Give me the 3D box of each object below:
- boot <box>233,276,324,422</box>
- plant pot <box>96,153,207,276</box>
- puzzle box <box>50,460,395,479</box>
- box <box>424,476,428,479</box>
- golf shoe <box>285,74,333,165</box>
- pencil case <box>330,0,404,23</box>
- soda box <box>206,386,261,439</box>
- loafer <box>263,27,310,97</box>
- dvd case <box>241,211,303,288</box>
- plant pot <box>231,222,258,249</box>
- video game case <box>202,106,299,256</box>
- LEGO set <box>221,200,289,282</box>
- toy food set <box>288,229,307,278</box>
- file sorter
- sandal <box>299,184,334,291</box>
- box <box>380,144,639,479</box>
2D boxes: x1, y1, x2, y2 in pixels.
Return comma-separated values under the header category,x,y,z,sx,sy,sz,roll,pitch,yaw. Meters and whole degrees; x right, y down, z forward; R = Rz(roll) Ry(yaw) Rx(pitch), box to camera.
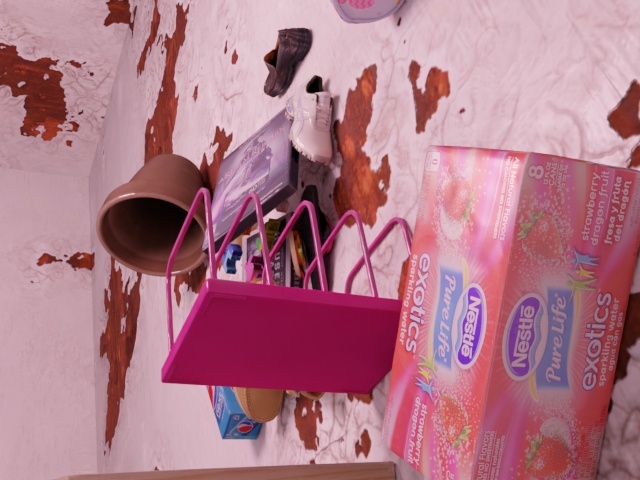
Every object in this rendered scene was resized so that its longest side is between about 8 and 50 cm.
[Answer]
category,x,y,z,sx,sy,sz,roll,pitch,yaw
boot,-0.059,0.213,1.209,0.203,0.095,0.262,34,123,53
plant pot,-0.373,-0.080,1.799,0.229,0.262,0.263,-86,19,-48
puzzle box,-0.143,0.330,0.991,0.272,0.408,0.052,144,127,-59
box,0.196,0.354,0.678,0.322,0.058,0.233,169,105,-65
golf shoe,-0.010,-0.200,1.232,0.086,0.069,0.176,-55,39,36
pencil case,0.046,-0.439,1.108,0.124,0.113,0.273,-38,47,31
soda box,-0.172,0.283,1.453,0.210,0.071,0.067,58,135,53
loafer,-0.078,-0.332,1.403,0.170,0.061,0.062,126,141,-48
dvd case,-0.092,0.059,1.386,0.238,0.029,0.180,157,115,-62
plant pot,-0.178,-0.087,1.596,0.236,0.032,0.237,-22,65,61
video game case,-0.111,-0.112,1.287,0.196,0.026,0.274,-36,30,24
LEGO set,-0.127,-0.025,1.340,0.093,0.086,0.227,56,132,53
toy food set,-0.035,0.024,1.237,0.083,0.020,0.083,-100,-1,-48
file sorter,-0.039,0.064,0.974,0.202,0.290,0.182,123,146,-44
sandal,0.000,0.000,1.204,0.067,0.040,0.179,-176,78,-70
box,0.171,0.072,0.693,0.154,0.142,0.300,21,103,63
